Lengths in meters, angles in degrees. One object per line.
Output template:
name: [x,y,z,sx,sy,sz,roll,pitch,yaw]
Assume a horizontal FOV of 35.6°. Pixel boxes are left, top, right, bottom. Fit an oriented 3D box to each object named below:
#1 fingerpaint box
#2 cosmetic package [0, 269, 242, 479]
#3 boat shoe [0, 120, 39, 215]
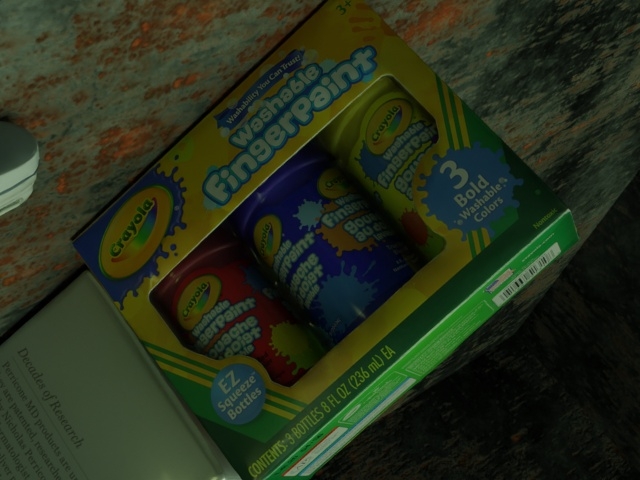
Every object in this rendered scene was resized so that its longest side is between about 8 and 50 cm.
fingerpaint box: [0.000,0.000,1.142,0.445,0.371,0.163,-42,159,5]
cosmetic package: [-0.294,0.310,1.324,0.394,0.327,0.329,-41,159,4]
boat shoe: [-0.364,-0.019,0.881,0.258,0.095,0.084,-25,150,-31]
